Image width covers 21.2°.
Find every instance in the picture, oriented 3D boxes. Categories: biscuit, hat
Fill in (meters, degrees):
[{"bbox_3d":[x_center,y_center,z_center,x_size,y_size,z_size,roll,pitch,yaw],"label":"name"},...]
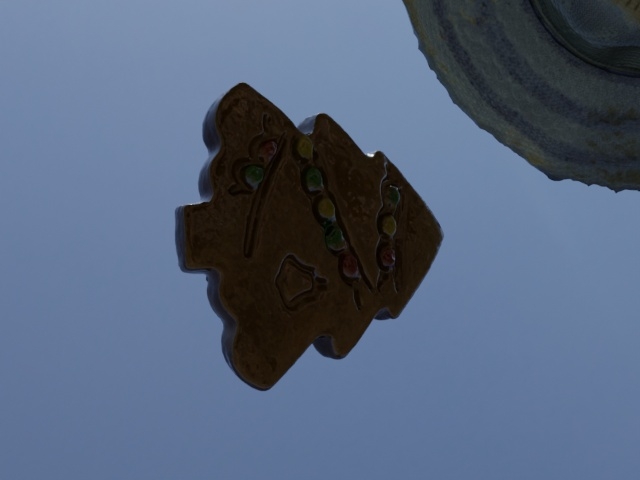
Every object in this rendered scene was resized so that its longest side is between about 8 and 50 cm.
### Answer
[{"bbox_3d":[0.000,0.000,0.466,0.092,0.016,0.082,3,-101,-37],"label":"biscuit"},{"bbox_3d":[0.153,-0.138,0.787,0.252,0.252,0.110,35,-171,-2],"label":"hat"}]
